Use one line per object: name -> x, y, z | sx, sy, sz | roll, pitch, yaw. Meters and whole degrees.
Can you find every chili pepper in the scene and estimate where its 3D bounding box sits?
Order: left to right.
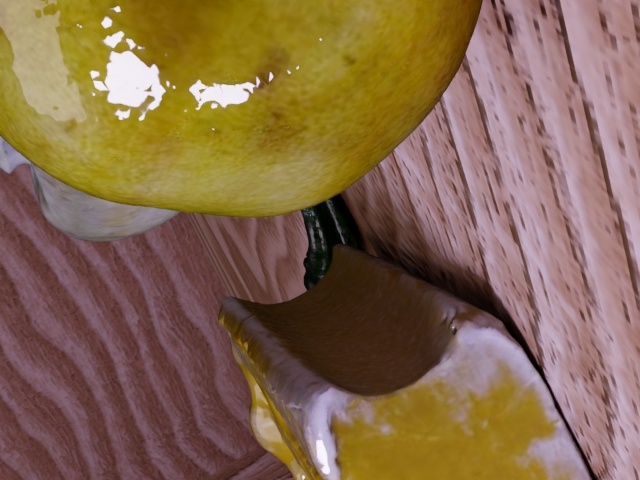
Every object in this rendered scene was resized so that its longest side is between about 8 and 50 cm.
chili pepper -> 0.002, 0.003, 1.033 | 0.182, 0.050, 0.073 | 73, 172, -51

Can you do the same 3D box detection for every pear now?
pear -> -0.039, -0.101, 0.426 | 0.200, 0.200, 0.200 | 58, 172, 13

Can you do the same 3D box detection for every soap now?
soap -> 0.063, 0.166, 0.849 | 0.293, 0.156, 0.335 | 66, 172, -10

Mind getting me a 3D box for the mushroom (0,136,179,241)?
mushroom -> -0.207, -0.161, 0.991 | 0.352, 0.260, 0.352 | 155, 90, -85
